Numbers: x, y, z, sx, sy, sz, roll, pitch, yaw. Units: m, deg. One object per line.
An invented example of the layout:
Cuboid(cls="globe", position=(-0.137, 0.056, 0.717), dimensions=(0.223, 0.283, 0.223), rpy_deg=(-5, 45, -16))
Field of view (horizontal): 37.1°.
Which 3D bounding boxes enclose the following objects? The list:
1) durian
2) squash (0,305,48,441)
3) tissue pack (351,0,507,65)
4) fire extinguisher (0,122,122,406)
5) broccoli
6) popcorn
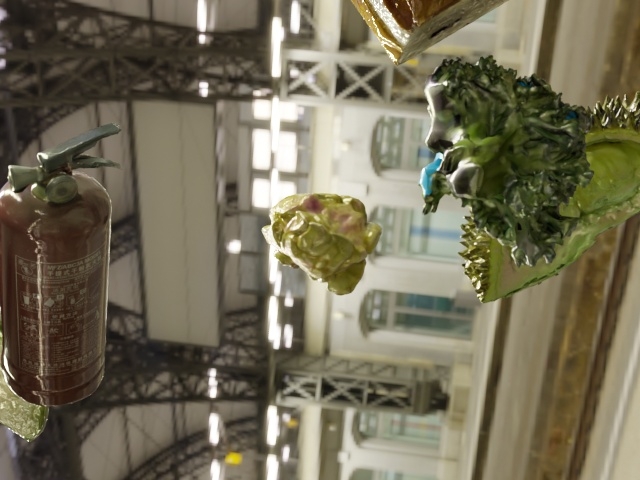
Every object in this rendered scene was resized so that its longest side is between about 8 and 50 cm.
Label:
Cuboid(cls="durian", position=(0.311, -0.068, 1.145), dimensions=(0.169, 0.351, 0.158), rpy_deg=(60, -175, 1))
Cuboid(cls="squash", position=(-0.397, 0.085, 0.991), dimensions=(0.289, 0.111, 0.203), rpy_deg=(59, -161, 8))
Cuboid(cls="tissue pack", position=(0.080, -0.289, 0.789), dimensions=(0.226, 0.183, 0.092), rpy_deg=(56, 170, 10))
Cuboid(cls="fire extinguisher", position=(-0.223, 0.020, 0.817), dimensions=(0.105, 0.104, 0.269), rpy_deg=(-75, -2, -51))
Cuboid(cls="broccoli", position=(0.139, -0.064, 0.769), dimensions=(0.160, 0.154, 0.167), rpy_deg=(-14, -69, -54))
Cuboid(cls="popcorn", position=(-0.001, -0.002, 0.937), dimensions=(0.097, 0.109, 0.089), rpy_deg=(-81, 16, -66))
